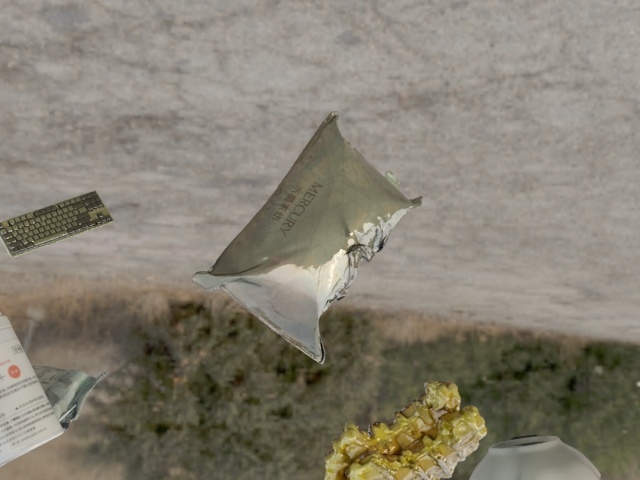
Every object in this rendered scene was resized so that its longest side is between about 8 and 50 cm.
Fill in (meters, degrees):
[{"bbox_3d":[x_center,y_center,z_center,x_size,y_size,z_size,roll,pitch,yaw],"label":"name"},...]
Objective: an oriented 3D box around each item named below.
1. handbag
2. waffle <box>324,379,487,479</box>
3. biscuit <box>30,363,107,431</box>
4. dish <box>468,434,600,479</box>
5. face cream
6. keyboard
[{"bbox_3d":[0.000,0.000,1.114,0.182,0.270,0.117,43,159,-16],"label":"handbag"},{"bbox_3d":[0.161,0.418,1.909,0.324,0.151,0.261,-20,144,-22],"label":"waffle"},{"bbox_3d":[-0.573,0.283,1.771,0.309,0.079,0.186,5,-158,10],"label":"biscuit"},{"bbox_3d":[0.275,0.297,1.276,0.191,0.066,0.190,-9,173,-1],"label":"dish"},{"bbox_3d":[-0.558,0.178,1.548,0.145,0.369,0.145,-27,176,-2],"label":"face cream"},{"bbox_3d":[-0.308,-0.020,1.117,0.129,0.049,0.015,-22,154,-32],"label":"keyboard"}]
